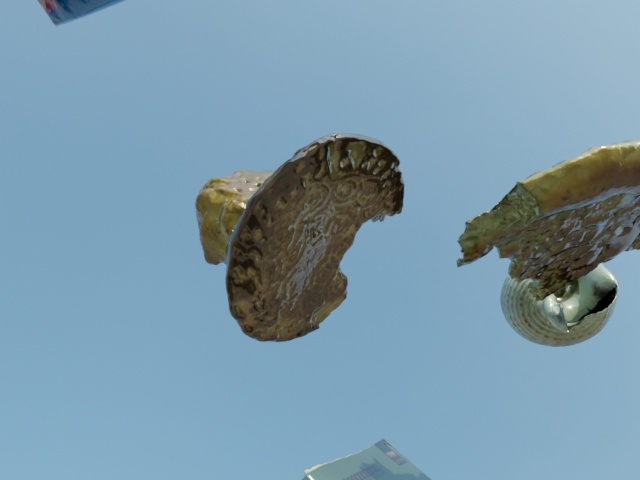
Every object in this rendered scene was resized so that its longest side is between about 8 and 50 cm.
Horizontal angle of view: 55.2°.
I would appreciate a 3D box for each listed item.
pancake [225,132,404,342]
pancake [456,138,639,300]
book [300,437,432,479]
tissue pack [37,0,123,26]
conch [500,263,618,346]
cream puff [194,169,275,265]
[{"bbox_3d":[0.000,0.000,0.783,0.286,0.033,0.288,-25,-46,-32],"label":"pancake"},{"bbox_3d":[0.353,-0.018,0.762,0.305,0.066,0.427,-39,-32,23],"label":"pancake"},{"bbox_3d":[0.164,0.353,0.620,0.031,0.379,0.264,-55,-24,5],"label":"book"},{"bbox_3d":[-0.298,-0.451,0.917,0.264,0.198,0.146,-19,-51,12],"label":"tissue pack"},{"bbox_3d":[0.393,0.115,1.017,0.173,0.200,0.131,-7,-56,5],"label":"conch"},{"bbox_3d":[-0.108,-0.032,1.072,0.244,0.244,0.196,-1,-93,-4],"label":"cream puff"}]
